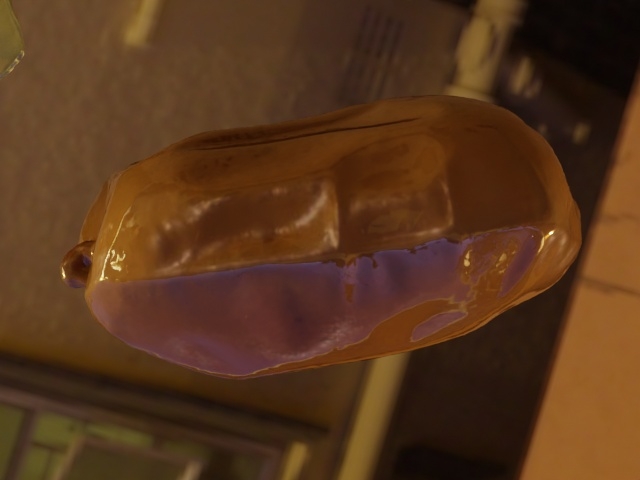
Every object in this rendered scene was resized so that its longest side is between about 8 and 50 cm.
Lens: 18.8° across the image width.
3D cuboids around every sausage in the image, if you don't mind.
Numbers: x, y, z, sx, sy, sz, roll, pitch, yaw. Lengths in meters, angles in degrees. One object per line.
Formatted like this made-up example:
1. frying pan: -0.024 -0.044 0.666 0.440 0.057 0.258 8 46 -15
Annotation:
1. sausage: 0.000 -0.001 0.903 0.241 0.120 0.136 -10 164 4

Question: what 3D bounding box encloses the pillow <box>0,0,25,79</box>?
1. pillow: -0.330 -0.125 0.970 0.120 0.322 0.255 40 154 52
